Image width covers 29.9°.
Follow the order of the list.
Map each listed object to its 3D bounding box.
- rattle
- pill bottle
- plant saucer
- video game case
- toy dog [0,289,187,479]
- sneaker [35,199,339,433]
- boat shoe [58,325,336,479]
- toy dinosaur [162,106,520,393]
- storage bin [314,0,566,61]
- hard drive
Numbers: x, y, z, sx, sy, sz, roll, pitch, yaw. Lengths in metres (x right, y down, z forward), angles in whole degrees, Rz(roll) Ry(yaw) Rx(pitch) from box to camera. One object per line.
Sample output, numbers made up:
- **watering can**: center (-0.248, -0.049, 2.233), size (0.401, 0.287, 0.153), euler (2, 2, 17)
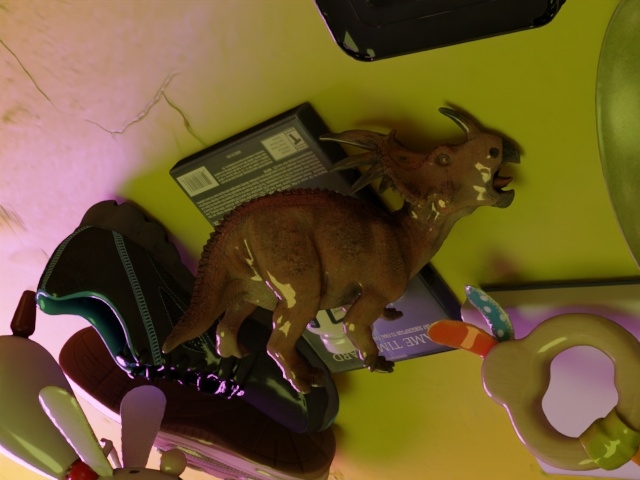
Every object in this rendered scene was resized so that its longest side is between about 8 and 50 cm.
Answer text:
- **rattle**: center (0.207, 0.112, 1.003), size (0.200, 0.143, 0.130), euler (20, 108, 44)
- **pill bottle**: center (0.004, 0.043, 1.086), size (0.067, 0.067, 0.120), euler (0, 129, 38)
- **plant saucer**: center (0.249, -0.053, 0.765), size (0.241, 0.037, 0.240), euler (167, 90, -77)
- **video game case**: center (0.001, 0.010, 1.130), size (0.196, 0.026, 0.274), euler (-18, 118, 47)
- **toy dog**: center (-0.249, 0.165, 1.217), size (0.334, 0.161, 0.220), euler (24, -178, 8)
- **sneaker**: center (-0.139, 0.110, 1.249), size (0.341, 0.139, 0.125), euler (35, 141, 1)
- **boat shoe**: center (-0.149, 0.209, 1.372), size (0.341, 0.121, 0.110), euler (25, 140, 13)
- **toy dinosaur**: center (0.000, 0.000, 0.959), size (0.127, 0.296, 0.200), euler (-145, 49, -62)
- **storage bin**: center (0.079, -0.202, 0.803), size (0.180, 0.084, 0.122), euler (-5, 126, 40)
- **hard drive**: center (0.296, 0.121, 1.000), size (0.319, 0.040, 0.210), euler (-5, 125, 41)
